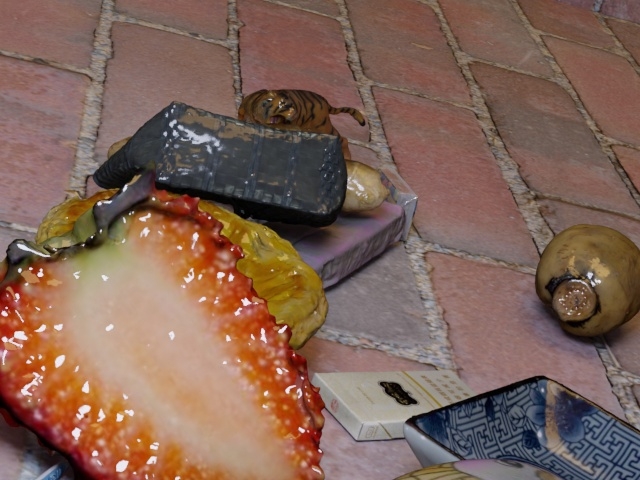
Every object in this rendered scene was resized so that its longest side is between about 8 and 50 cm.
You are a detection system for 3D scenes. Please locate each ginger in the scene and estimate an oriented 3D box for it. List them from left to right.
[{"bbox_3d":[-0.083,-0.091,1.927,0.333,0.081,0.148,6,33,3],"label":"ginger"}]

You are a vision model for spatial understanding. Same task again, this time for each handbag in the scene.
[{"bbox_3d":[-0.091,-0.063,1.740,0.270,0.089,0.175,11,-16,-14],"label":"handbag"}]

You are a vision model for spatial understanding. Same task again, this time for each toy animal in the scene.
[{"bbox_3d":[-0.026,-0.158,2.154,0.114,0.116,0.255,30,24,25],"label":"toy animal"}]

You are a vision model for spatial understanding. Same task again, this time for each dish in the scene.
[{"bbox_3d":[0.195,0.210,1.481,0.182,0.080,0.243,32,24,31],"label":"dish"}]

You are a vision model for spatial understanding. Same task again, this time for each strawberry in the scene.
[{"bbox_3d":[-0.140,0.114,1.359,0.233,0.306,0.138,-34,5,-15],"label":"strawberry"}]

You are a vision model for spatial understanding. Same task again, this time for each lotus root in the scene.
[{"bbox_3d":[0.314,0.039,1.929,0.118,0.125,0.221,-18,10,27],"label":"lotus root"}]

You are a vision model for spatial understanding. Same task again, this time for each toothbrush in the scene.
[{"bbox_3d":[-0.215,0.184,1.324,0.017,0.014,0.162,8,19,15],"label":"toothbrush"}]

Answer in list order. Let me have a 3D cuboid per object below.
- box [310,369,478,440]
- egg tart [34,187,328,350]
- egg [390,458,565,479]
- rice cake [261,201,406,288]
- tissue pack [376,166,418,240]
[{"bbox_3d":[0.081,0.155,1.603,0.167,0.024,0.090,1,26,-35],"label":"box"},{"bbox_3d":[-0.136,0.052,1.569,0.295,0.116,0.295,17,23,-7],"label":"egg tart"},{"bbox_3d":[0.091,0.254,1.155,0.196,0.196,0.271,30,36,30],"label":"egg"},{"bbox_3d":[0.001,0.001,1.876,0.106,0.050,0.298,19,21,18],"label":"rice cake"},{"bbox_3d":[0.085,-0.045,2.040,0.035,0.063,0.083,4,24,-22],"label":"tissue pack"}]
